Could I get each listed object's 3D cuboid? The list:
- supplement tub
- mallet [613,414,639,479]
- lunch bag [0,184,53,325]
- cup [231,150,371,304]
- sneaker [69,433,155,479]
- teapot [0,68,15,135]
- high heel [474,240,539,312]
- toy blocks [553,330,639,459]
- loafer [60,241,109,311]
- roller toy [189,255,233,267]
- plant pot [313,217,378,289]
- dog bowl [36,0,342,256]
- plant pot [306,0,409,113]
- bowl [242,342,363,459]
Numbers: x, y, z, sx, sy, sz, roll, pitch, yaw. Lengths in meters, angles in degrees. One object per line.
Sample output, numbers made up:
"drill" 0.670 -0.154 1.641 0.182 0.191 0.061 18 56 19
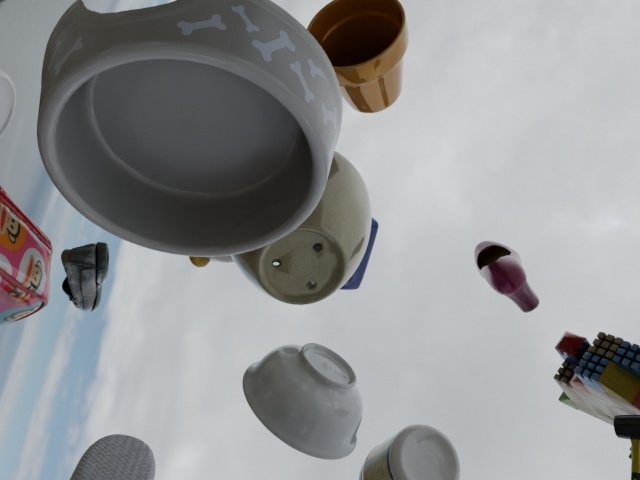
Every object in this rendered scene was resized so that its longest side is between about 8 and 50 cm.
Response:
"supplement tub" 0.266 0.728 1.634 0.316 0.228 0.228 119 -24 -50
"mallet" 0.490 0.349 0.792 0.062 0.039 0.189 -21 -152 34
"lunch bag" -0.473 0.015 0.557 0.258 0.293 0.120 97 -15 -64
"cup" -0.044 -0.006 1.045 0.331 0.331 0.237 -59 -163 21
"sneaker" -0.341 0.465 0.704 0.366 0.137 0.210 -83 -163 -63
"teapot" -0.859 -0.325 1.203 0.252 0.187 0.256 -58 -172 52
"high heel" 0.490 0.045 1.481 0.127 0.181 0.377 -41 -161 10
"toy blocks" 0.607 0.290 1.020 0.191 0.261 0.381 -50 -153 -12
"loafer" -0.487 0.073 1.061 0.267 0.084 0.096 -45 -130 51
"roller toy" -0.311 -0.029 1.580 0.146 0.191 0.209 3 -82 39
"plant pot" 0.000 0.000 1.532 0.236 0.212 0.236 43 -53 43
"dog bowl" -0.145 -0.110 0.599 0.349 0.349 0.102 -45 -145 40
"plant pot" 0.092 -0.374 1.094 0.205 0.188 0.205 -8 -118 16
"bowl" -0.014 0.324 1.160 0.134 0.298 0.298 -58 -151 14
